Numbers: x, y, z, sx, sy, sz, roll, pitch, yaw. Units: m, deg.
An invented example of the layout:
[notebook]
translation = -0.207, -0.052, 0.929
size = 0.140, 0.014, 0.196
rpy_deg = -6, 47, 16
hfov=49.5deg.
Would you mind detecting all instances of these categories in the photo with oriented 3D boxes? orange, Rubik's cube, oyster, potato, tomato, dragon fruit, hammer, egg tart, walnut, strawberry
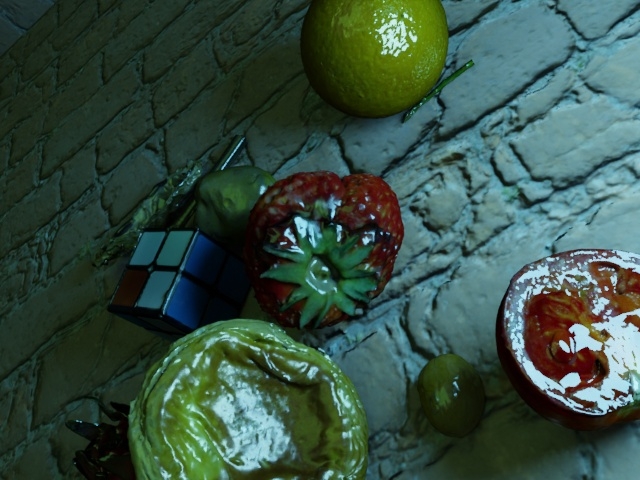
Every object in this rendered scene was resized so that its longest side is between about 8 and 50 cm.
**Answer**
[orange]
translation = 0.092, -0.347, 1.223
size = 0.274, 0.274, 0.274
rpy_deg = -22, 50, 29
[Rubik's cube]
translation = -0.258, 0.090, 1.303
size = 0.180, 0.167, 0.184
rpy_deg = 3, 64, 43
[oyster]
translation = -0.391, -0.056, 1.588
size = 0.345, 0.078, 0.128
rpy_deg = -46, 35, 0
[potato]
translation = -0.165, -0.068, 1.357
size = 0.200, 0.137, 0.155
rpy_deg = -15, 84, 33
[tomato]
translation = 0.313, 0.122, 0.810
size = 0.232, 0.140, 0.201
rpy_deg = -10, 57, -5
[dragon fruit]
translation = -0.277, 0.349, 1.096
size = 0.192, 0.273, 0.193
rpy_deg = -95, 19, -79
[hammer]
translation = -0.255, -0.110, 1.518
size = 0.125, 0.027, 0.297
rpy_deg = 28, 77, 24
[egg tart]
translation = -0.103, 0.286, 0.991
size = 0.150, 0.351, 0.352
rpy_deg = 114, 164, -58
[walnut]
translation = 0.170, 0.203, 0.940
size = 0.091, 0.052, 0.121
rpy_deg = -28, 50, 20
[strawberry]
translation = 0.000, 0.000, 1.114
size = 0.288, 0.249, 0.239
rpy_deg = -107, 28, -65

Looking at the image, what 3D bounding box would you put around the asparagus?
[asparagus]
translation = 0.209, -0.270, 1.251
size = 0.162, 0.016, 0.016
rpy_deg = -39, 63, 13
